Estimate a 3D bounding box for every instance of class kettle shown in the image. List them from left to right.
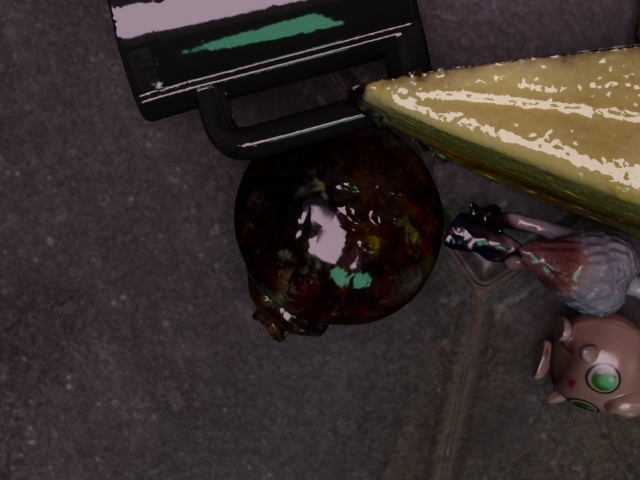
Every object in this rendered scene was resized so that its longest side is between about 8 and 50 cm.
[{"bbox_3d":[-0.055,-0.240,1.405,0.308,0.262,0.203,-11,128,2],"label":"kettle"}]

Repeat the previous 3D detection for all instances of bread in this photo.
[{"bbox_3d":[0.274,-0.136,1.371,0.405,0.346,0.242,25,86,11],"label":"bread"}]

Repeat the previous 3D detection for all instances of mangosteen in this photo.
[{"bbox_3d":[0.000,0.000,1.477,0.231,0.231,0.289,39,137,-3],"label":"mangosteen"}]

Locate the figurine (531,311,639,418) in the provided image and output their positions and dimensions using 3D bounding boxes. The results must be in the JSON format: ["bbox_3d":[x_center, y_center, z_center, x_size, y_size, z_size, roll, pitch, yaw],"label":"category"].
[{"bbox_3d":[0.313,0.138,1.504,0.138,0.125,0.125,23,99,-2],"label":"figurine"}]

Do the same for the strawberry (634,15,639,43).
[{"bbox_3d":[0.440,-0.253,1.458,0.208,0.087,0.167,-1,97,1],"label":"strawberry"}]

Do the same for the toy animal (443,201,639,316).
[{"bbox_3d":[0.294,0.032,1.442,0.324,0.195,0.090,21,100,-4],"label":"toy animal"}]
